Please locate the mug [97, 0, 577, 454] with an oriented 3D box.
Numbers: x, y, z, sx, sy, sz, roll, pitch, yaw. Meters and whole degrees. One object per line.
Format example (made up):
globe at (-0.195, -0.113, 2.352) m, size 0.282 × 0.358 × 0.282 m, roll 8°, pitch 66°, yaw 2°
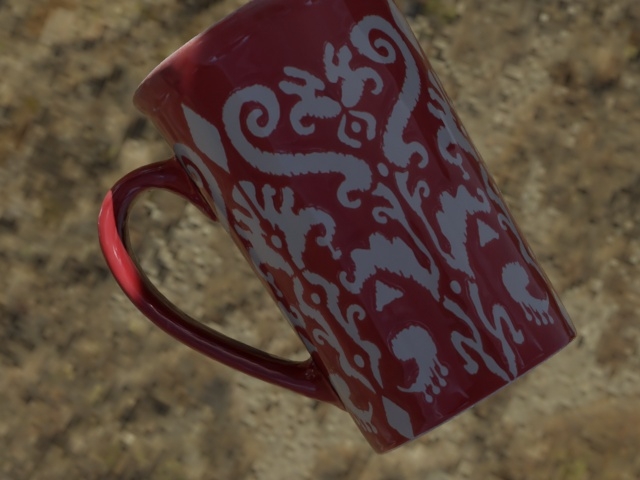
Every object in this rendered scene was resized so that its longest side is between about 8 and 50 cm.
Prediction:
mug at (0.007, -0.004, 0.752) m, size 0.113 × 0.150 × 0.169 m, roll -28°, pitch 85°, yaw -48°
